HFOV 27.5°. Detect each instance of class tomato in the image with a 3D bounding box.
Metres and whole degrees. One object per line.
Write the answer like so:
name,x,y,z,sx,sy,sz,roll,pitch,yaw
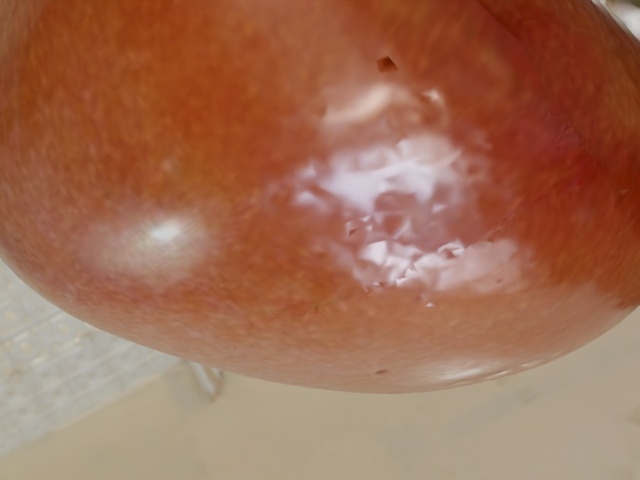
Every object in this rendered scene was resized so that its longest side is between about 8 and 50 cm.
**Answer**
tomato,0.000,-0.080,0.578,0.341,0.272,0.341,39,-149,-29
